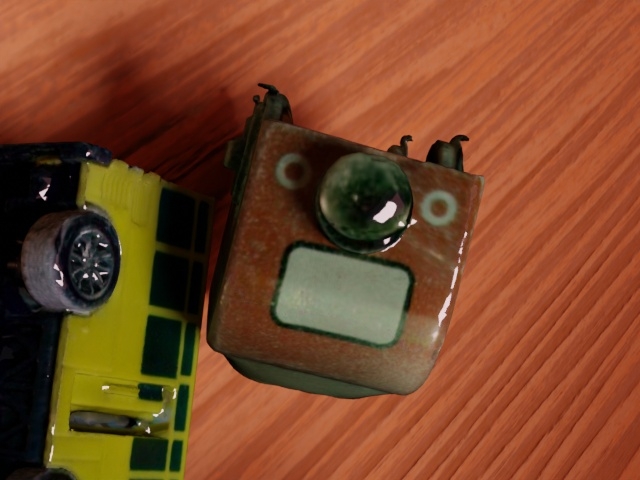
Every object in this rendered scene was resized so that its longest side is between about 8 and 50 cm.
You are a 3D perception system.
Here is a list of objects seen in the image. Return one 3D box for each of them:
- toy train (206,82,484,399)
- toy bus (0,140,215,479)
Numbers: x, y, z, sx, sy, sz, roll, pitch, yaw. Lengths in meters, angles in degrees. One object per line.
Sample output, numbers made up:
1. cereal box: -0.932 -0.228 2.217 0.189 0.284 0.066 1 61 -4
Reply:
1. toy train: 0.000 0.000 0.713 0.326 0.129 0.159 -147 -111 -84
2. toy bus: -0.143 0.090 0.638 0.150 0.128 0.262 20 74 -59
